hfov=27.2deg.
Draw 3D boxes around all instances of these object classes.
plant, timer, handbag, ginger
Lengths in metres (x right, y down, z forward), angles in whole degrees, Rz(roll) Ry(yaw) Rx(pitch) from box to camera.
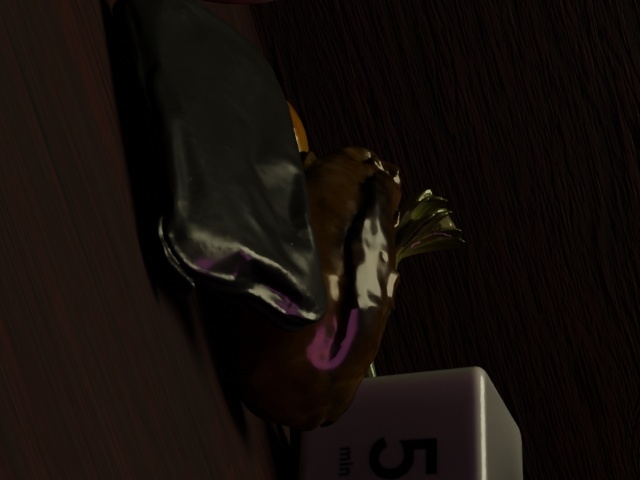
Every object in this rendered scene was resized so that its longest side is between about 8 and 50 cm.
[{"bbox_3d":[0.014,0.049,1.601,0.306,0.261,0.297,-17,125,-54],"label":"plant"},{"bbox_3d":[0.097,0.258,1.363,0.192,0.195,0.194,55,33,-54],"label":"timer"},{"bbox_3d":[-0.087,-0.070,1.112,0.191,0.075,0.332,29,38,-43],"label":"handbag"},{"bbox_3d":[-0.004,0.018,1.239,0.172,0.165,0.321,55,42,-38],"label":"ginger"}]

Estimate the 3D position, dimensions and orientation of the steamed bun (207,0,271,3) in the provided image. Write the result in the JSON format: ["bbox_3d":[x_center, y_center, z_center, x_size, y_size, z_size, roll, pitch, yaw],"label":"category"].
[{"bbox_3d":[-0.103,-0.406,1.567,0.309,0.309,0.309,-17,90,-87],"label":"steamed bun"}]

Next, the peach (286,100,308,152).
[{"bbox_3d":[-0.073,-0.088,1.368,0.138,0.138,0.138,-17,90,-87],"label":"peach"}]

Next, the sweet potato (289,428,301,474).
[{"bbox_3d":[0.006,0.265,1.501,0.067,0.067,0.274,-102,179,-61],"label":"sweet potato"}]
